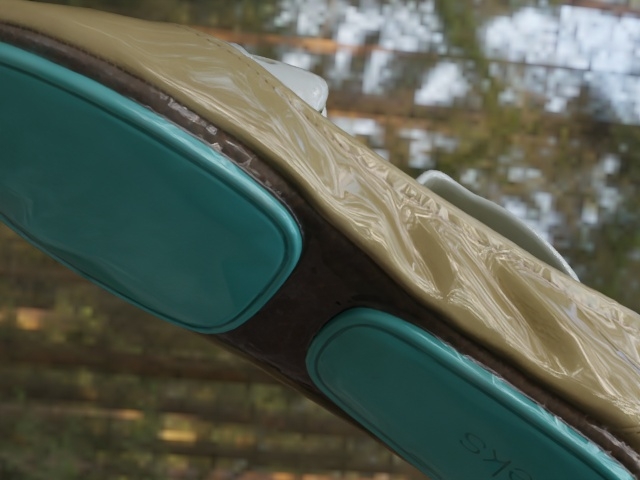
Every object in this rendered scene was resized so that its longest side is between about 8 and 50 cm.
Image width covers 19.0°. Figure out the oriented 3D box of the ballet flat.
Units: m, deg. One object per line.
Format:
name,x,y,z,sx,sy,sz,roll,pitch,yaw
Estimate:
ballet flat,0.000,0.000,0.495,0.080,0.232,0.073,-40,-161,45
